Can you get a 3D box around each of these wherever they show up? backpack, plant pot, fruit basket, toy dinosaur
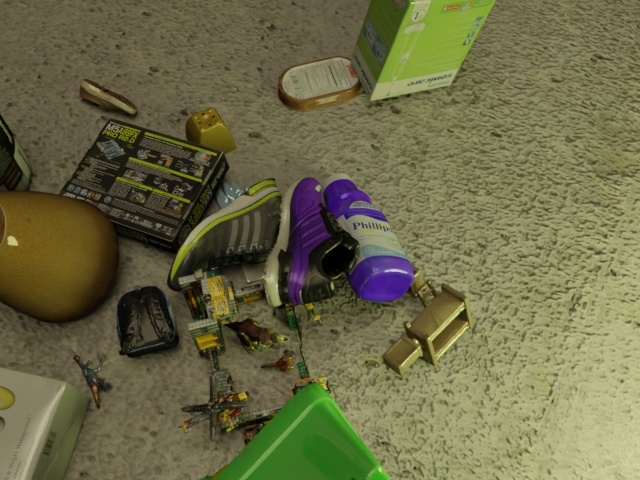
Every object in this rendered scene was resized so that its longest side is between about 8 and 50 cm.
[{"bbox_3d":[-0.313,0.147,1.269,0.104,0.084,0.115,-14,71,-9],"label":"backpack"},{"bbox_3d":[-0.512,0.009,1.204,0.236,0.254,0.237,-3,77,12],"label":"plant pot"},{"bbox_3d":[-0.037,0.407,1.055,0.392,0.392,0.283,41,70,16],"label":"fruit basket"},{"bbox_3d":[-0.412,0.239,1.249,0.082,0.047,0.090,16,74,26],"label":"toy dinosaur"},{"bbox_3d":[-0.230,-0.225,1.450,0.081,0.083,0.082,-27,69,-14],"label":"plant pot"}]

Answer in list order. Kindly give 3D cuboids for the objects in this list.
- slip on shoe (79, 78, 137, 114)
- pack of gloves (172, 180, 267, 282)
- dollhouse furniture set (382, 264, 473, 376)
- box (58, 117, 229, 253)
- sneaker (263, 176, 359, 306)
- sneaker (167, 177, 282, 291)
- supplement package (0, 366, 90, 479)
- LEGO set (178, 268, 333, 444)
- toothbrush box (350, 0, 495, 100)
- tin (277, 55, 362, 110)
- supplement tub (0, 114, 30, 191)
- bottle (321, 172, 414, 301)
[{"bbox_3d":[-0.454,-0.296,1.503,0.135,0.051,0.041,28,106,3],"label":"slip on shoe"},{"bbox_3d":[-0.199,-0.015,1.372,0.194,0.046,0.232,-21,67,-10],"label":"pack of gloves"},{"bbox_3d":[0.157,0.156,1.294,0.182,0.101,0.161,-41,48,-18],"label":"dollhouse furniture set"},{"bbox_3d":[-0.347,-0.111,1.388,0.269,0.060,0.216,18,64,15],"label":"box"},{"bbox_3d":[0.000,0.001,1.235,0.146,0.102,0.294,-1,45,13],"label":"sneaker"},{"bbox_3d":[-0.155,0.003,1.299,0.121,0.111,0.300,46,61,6],"label":"sneaker"},{"bbox_3d":[-0.519,0.316,1.146,0.203,0.149,0.194,11,66,3],"label":"supplement package"},{"bbox_3d":[-0.116,0.172,1.203,0.254,0.192,0.332,-6,65,-4],"label":"LEGO set"},{"bbox_3d":[0.203,-0.432,1.435,0.206,0.283,0.122,-15,65,-19],"label":"toothbrush box"},{"bbox_3d":[0.000,-0.344,1.541,0.189,0.040,0.106,-15,70,-9],"label":"tin"},{"bbox_3d":[-0.675,-0.187,1.290,0.193,0.316,0.194,1,64,-2],"label":"supplement tub"},{"bbox_3d":[0.075,-0.014,1.321,0.118,0.092,0.283,6,41,-28],"label":"bottle"}]
